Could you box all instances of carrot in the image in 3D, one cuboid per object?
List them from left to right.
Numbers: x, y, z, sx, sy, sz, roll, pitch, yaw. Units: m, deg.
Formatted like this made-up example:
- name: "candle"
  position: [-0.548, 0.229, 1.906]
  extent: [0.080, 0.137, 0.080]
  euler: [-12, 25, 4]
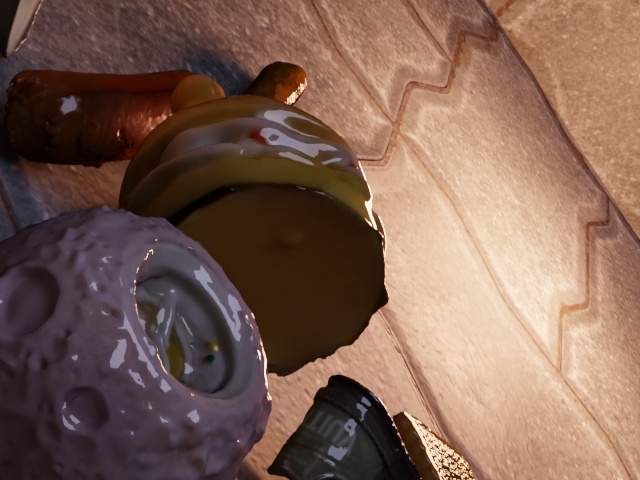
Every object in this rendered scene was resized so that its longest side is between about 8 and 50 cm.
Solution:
- name: "carrot"
  position: [-0.086, -0.161, 1.626]
  extent: [0.066, 0.066, 0.314]
  euler: [54, 28, -12]

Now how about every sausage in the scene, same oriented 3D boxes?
- name: "sausage"
  position: [-0.203, -0.127, 1.320]
  extent: [0.102, 0.102, 0.330]
  euler: [62, 25, 6]

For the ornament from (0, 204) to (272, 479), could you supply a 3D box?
- name: "ornament"
  position: [-0.172, 0.111, 0.961]
  extent: [0.259, 0.225, 0.259]
  euler: [42, 31, -32]

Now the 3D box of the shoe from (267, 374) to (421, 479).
- name: "shoe"
  position: [0.034, 0.285, 1.321]
  extent: [0.149, 0.109, 0.293]
  euler: [-42, 125, -27]

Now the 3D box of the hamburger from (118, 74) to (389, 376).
- name: "hamburger"
  position: [-0.076, -0.022, 1.273]
  extent: [0.276, 0.276, 0.237]
  euler: [38, 22, -38]

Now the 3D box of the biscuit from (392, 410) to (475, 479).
- name: "biscuit"
  position: [0.163, 0.305, 1.520]
  extent: [0.254, 0.029, 0.172]
  euler: [46, 17, -59]

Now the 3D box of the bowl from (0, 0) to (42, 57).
- name: "bowl"
  position: [-0.306, -0.345, 1.228]
  extent: [0.146, 0.313, 0.313]
  euler: [22, 35, -10]
